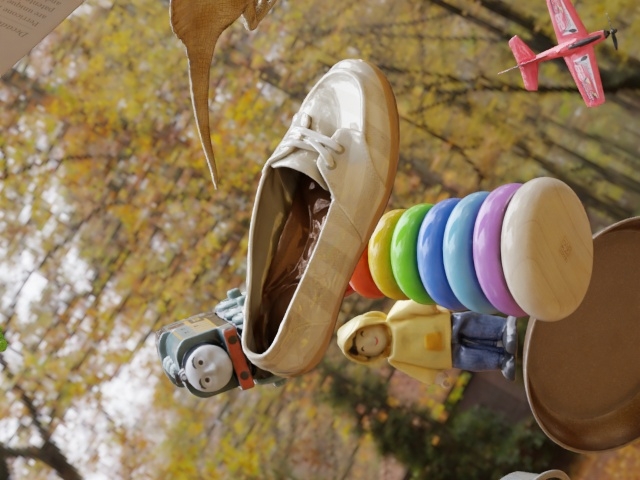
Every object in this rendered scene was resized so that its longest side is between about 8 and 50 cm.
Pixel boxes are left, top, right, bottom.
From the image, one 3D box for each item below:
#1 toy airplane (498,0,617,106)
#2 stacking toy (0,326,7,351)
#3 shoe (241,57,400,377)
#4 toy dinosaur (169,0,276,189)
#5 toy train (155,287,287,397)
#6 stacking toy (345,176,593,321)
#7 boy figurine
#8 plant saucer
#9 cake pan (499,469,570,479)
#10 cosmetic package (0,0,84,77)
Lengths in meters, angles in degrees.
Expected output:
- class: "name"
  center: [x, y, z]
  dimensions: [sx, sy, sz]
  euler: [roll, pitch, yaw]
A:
- class: "toy airplane"
  center: [0.276, -0.217, 1.381]
  dimensions: [0.028, 0.151, 0.151]
  euler: [-32, -30, -52]
- class: "stacking toy"
  center: [-0.540, 0.102, 1.560]
  dimensions: [0.167, 0.221, 0.052]
  euler: [-14, -47, -59]
- class: "shoe"
  center: [-0.004, -0.018, 0.778]
  dimensions: [0.058, 0.077, 0.219]
  euler: [21, -97, -59]
- class: "toy dinosaur"
  center: [-0.060, -0.128, 0.632]
  dimensions: [0.092, 0.053, 0.183]
  euler: [-57, -24, -57]
- class: "toy train"
  center: [-0.154, 0.170, 1.871]
  dimensions: [0.190, 0.142, 0.334]
  euler: [-21, 7, -12]
- class: "stacking toy"
  center: [0.108, 0.018, 1.244]
  dimensions: [0.141, 0.330, 0.141]
  euler: [6, -98, -49]
- class: "boy figurine"
  center: [0.167, 0.149, 1.872]
  dimensions: [0.092, 0.285, 0.177]
  euler: [-71, -15, -65]
- class: "plant saucer"
  center: [0.363, 0.113, 1.470]
  dimensions: [0.311, 0.050, 0.310]
  euler: [-10, -70, -28]
- class: "cake pan"
  center: [0.242, 0.431, 1.560]
  dimensions: [0.293, 0.054, 0.293]
  euler: [-29, -52, -46]
- class: "cosmetic package"
  center: [-0.352, -0.303, 1.176]
  dimensions: [0.453, 0.230, 0.162]
  euler: [-32, -34, 30]
